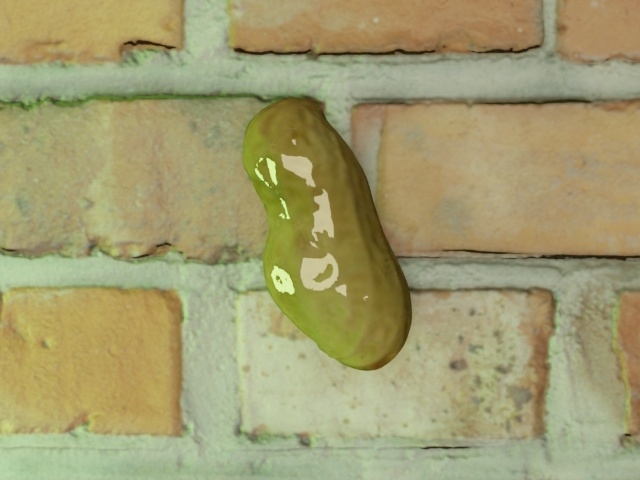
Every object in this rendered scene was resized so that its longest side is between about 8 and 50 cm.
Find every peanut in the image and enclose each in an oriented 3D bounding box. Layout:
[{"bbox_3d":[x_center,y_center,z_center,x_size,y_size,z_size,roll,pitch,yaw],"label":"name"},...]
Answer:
[{"bbox_3d":[0.000,0.000,1.638,0.147,0.147,0.319,-20,100,5],"label":"peanut"}]
